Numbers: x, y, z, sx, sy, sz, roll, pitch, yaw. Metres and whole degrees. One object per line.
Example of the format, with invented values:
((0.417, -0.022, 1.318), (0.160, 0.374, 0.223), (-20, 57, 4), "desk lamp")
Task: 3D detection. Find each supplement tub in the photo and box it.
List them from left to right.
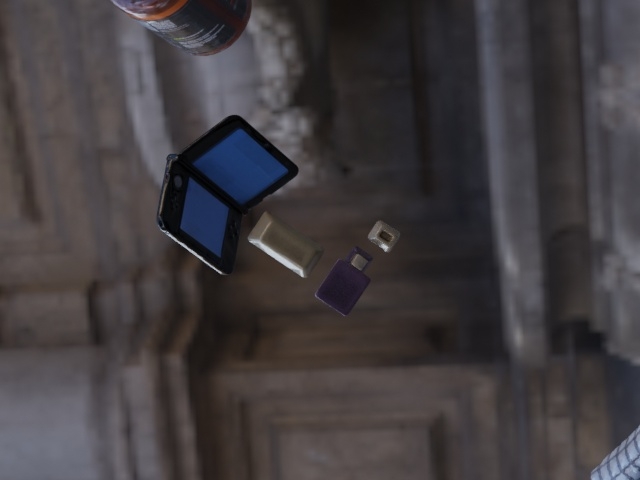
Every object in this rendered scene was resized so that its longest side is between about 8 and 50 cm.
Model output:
((-0.151, -0.260, 1.847), (0.198, 0.106, 0.106), (30, -123, -66), "supplement tub")

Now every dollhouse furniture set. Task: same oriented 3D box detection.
((0.000, 0.000, 1.682), (0.091, 0.114, 0.081), (-56, 2, -2), "dollhouse furniture set")

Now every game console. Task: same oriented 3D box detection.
((-0.083, -0.040, 1.685), (0.122, 0.071, 0.107), (40, -128, -50), "game console")

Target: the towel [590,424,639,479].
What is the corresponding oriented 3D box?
((0.431, 0.211, 1.722), (0.235, 0.283, 0.121), (122, 145, -44), "towel")
